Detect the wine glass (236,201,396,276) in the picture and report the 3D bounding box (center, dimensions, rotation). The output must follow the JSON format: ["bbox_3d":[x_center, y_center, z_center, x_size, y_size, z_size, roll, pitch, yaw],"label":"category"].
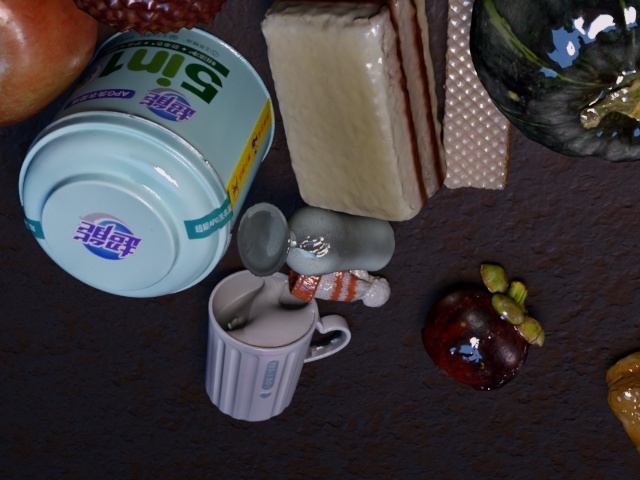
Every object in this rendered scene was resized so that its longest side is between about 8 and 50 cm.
[{"bbox_3d":[0.000,0.000,1.694,0.231,0.103,0.103,0,149,-46],"label":"wine glass"}]

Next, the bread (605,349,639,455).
[{"bbox_3d":[0.585,0.310,1.862,0.185,0.109,0.380,-20,122,24],"label":"bread"}]

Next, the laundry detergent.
[{"bbox_3d":[-0.234,-0.096,1.621,0.287,0.305,0.287,8,130,9],"label":"laundry detergent"}]

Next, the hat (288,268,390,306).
[{"bbox_3d":[0.035,0.055,1.823,0.162,0.112,0.093,18,160,-13],"label":"hat"}]

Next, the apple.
[{"bbox_3d":[-0.442,-0.291,1.537,0.319,0.277,0.319,7,130,8],"label":"apple"}]

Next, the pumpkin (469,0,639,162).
[{"bbox_3d":[0.333,-0.238,1.372,0.323,0.241,0.323,-7,135,-7],"label":"pumpkin"}]

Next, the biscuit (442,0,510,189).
[{"bbox_3d":[0.206,-0.214,1.564,0.094,0.054,0.378,7,130,11],"label":"biscuit"}]

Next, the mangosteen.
[{"bbox_3d":[0.245,0.133,1.786,0.166,0.166,0.180,38,104,-16],"label":"mangosteen"}]

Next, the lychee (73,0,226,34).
[{"bbox_3d":[-0.205,-0.375,1.421,0.300,0.264,0.264,33,154,54],"label":"lychee"}]

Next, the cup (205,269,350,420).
[{"bbox_3d":[-0.076,0.178,1.901,0.221,0.167,0.202,17,134,4],"label":"cup"}]

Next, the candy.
[{"bbox_3d":[0.048,-0.182,1.553,0.179,0.135,0.320,16,134,31],"label":"candy"}]
